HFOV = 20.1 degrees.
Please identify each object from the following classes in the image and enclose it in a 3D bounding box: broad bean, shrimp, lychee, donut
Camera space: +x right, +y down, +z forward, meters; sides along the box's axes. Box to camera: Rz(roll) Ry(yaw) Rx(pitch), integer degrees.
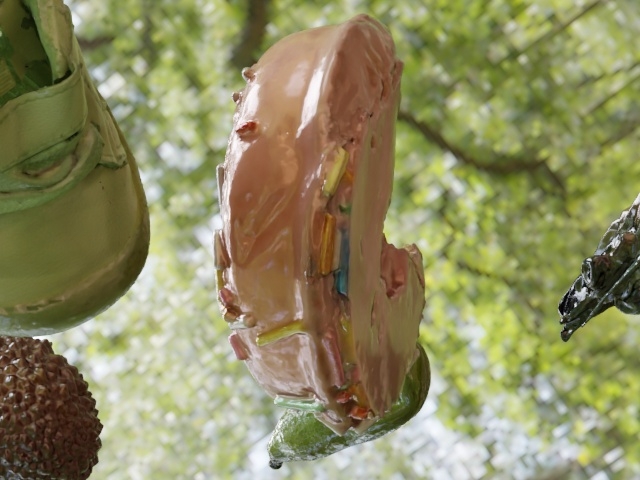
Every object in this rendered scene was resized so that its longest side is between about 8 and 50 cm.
[{"bbox_3d":[0.019,0.150,1.551,0.048,0.213,0.070,-10,-111,-51],"label":"broad bean"},{"bbox_3d":[0.202,-0.066,0.830,0.051,0.262,0.198,38,-161,4],"label":"shrimp"},{"bbox_3d":[-0.216,0.126,1.261,0.123,0.123,0.129,-16,-92,-71],"label":"lychee"},{"bbox_3d":[0.000,0.000,0.997,0.199,0.085,0.233,-66,-26,-55],"label":"donut"}]

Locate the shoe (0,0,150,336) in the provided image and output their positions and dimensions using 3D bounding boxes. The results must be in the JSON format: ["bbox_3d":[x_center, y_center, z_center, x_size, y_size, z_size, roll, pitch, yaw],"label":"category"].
[{"bbox_3d":[-0.177,-0.068,0.875,0.128,0.140,0.262,-132,20,-77],"label":"shoe"}]
